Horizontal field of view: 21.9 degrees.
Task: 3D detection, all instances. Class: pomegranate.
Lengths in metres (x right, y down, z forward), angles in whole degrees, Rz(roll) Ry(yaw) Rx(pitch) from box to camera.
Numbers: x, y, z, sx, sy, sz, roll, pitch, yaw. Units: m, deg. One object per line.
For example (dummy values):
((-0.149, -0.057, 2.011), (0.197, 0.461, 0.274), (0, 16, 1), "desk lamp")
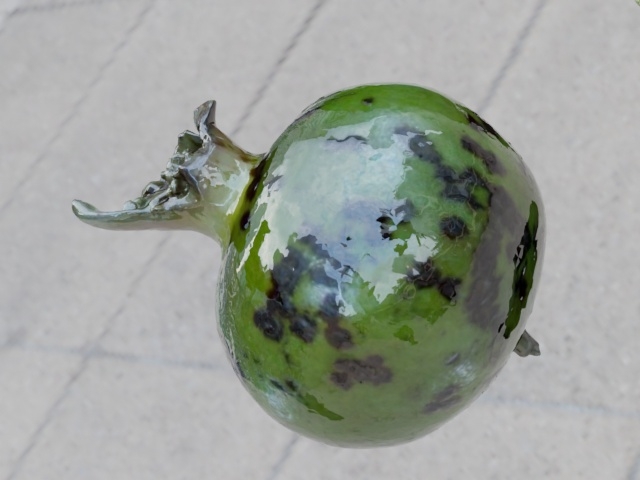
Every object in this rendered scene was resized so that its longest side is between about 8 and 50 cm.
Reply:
((0.000, 0.000, 0.539), (0.161, 0.122, 0.122), (22, 57, 4), "pomegranate")

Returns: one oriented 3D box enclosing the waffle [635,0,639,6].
((0.194, -0.194, 0.823), (0.183, 0.036, 0.169), (-115, 46, -70), "waffle")
